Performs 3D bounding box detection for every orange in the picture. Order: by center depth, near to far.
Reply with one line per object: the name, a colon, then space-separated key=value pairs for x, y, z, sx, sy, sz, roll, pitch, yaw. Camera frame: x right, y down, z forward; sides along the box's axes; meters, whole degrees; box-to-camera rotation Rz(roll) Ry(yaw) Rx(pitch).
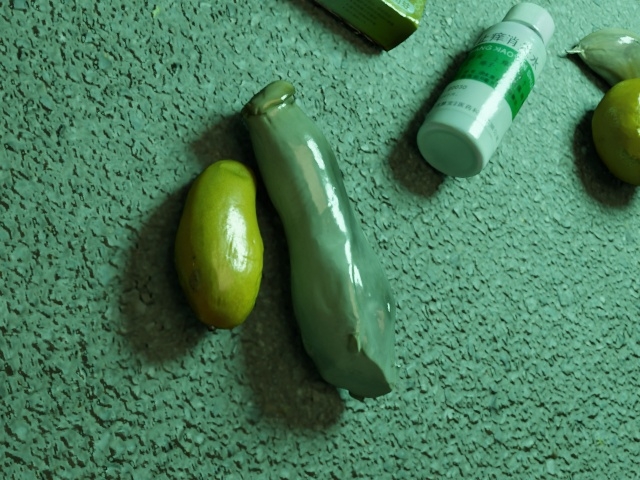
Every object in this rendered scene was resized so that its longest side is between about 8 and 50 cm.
orange: x=0.454 y=-0.153 z=1.223 sx=0.155 sy=0.134 sz=0.154 roll=15 pitch=65 yaw=-33

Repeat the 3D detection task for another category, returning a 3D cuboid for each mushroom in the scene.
mushroom: x=0.001 y=-0.001 z=0.930 sx=0.109 sy=0.097 sz=0.351 roll=-10 pitch=79 yaw=-54

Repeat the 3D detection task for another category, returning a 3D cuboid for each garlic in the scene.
garlic: x=0.431 y=-0.268 z=1.276 sx=0.152 sy=0.066 sz=0.084 roll=34 pitch=64 yaw=-22

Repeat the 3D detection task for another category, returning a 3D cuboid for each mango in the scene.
mango: x=-0.098 y=0.000 z=0.878 sx=0.098 sy=0.075 sz=0.190 roll=27 pitch=57 yaw=-44

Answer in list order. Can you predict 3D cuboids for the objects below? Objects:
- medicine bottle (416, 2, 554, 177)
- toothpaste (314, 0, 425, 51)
medicine bottle: x=0.215 y=-0.195 z=1.110 sx=0.095 sy=0.095 sz=0.260 roll=43 pitch=58 yaw=-15
toothpaste: x=-0.016 y=-0.344 z=1.024 sx=0.313 sy=0.071 sz=0.089 roll=30 pitch=60 yaw=-21
